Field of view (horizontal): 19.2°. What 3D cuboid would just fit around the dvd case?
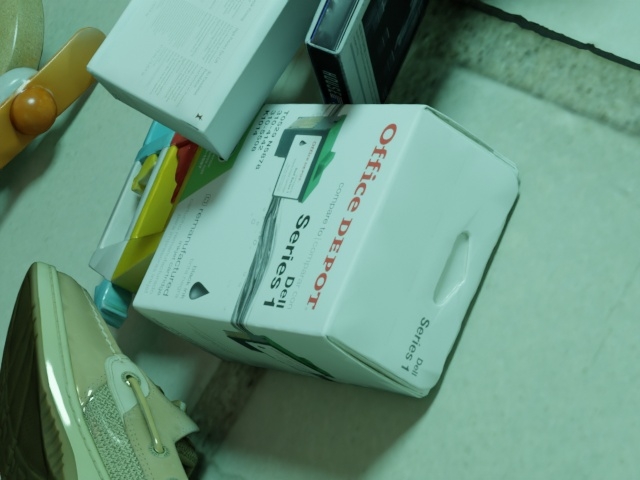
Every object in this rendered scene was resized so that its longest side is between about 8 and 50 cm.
[{"bbox_3d":[0.056,-0.196,1.231,0.029,0.179,0.239,21,78,12],"label":"dvd case"}]

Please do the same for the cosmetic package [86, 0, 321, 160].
[{"bbox_3d":[-0.042,-0.179,1.233,0.099,0.060,0.239,30,82,23],"label":"cosmetic package"}]

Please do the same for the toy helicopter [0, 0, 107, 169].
[{"bbox_3d":[-0.305,-0.069,1.638,0.235,0.140,0.355,-5,70,40],"label":"toy helicopter"}]

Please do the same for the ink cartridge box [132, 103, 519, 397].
[{"bbox_3d":[0.000,0.000,1.194,0.219,0.092,0.160,4,67,54],"label":"ink cartridge box"}]

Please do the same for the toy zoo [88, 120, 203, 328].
[{"bbox_3d":[-0.094,-0.072,1.376,0.192,0.030,0.293,-12,53,68],"label":"toy zoo"}]

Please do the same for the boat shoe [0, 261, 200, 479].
[{"bbox_3d":[-0.139,0.148,1.243,0.341,0.110,0.122,-111,35,-45],"label":"boat shoe"}]
